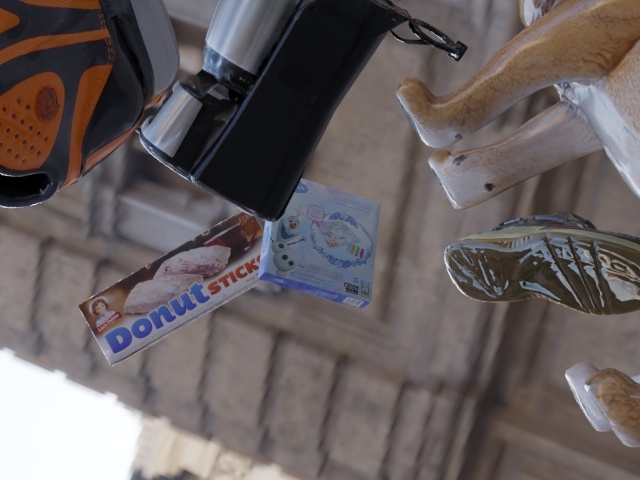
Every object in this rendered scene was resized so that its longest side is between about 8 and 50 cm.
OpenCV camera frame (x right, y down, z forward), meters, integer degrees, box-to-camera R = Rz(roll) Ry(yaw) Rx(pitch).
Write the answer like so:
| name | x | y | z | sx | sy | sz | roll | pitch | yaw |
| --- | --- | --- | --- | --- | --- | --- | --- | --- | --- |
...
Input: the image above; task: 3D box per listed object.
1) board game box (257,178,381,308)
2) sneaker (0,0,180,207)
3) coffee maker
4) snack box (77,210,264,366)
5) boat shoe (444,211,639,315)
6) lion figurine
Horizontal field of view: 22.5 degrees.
| name | x | y | z | sx | sy | sz | roll | pitch | yaw |
| --- | --- | --- | --- | --- | --- | --- | --- | --- | --- |
| board game box | 0.000 | 0.000 | 1.257 | 0.020 | 0.090 | 0.090 | 135 | 147 | -57 |
| sneaker | -0.197 | -0.155 | 0.837 | 0.180 | 0.125 | 0.321 | -53 | -54 | -38 |
| coffee maker | -0.020 | -0.106 | 1.151 | 0.178 | 0.171 | 0.120 | -61 | -17 | 13 |
| snack box | -0.124 | 0.041 | 1.445 | 0.178 | 0.064 | 0.022 | -30 | -9 | -3 |
| boat shoe | 0.137 | 0.007 | 0.910 | 0.049 | 0.152 | 0.056 | -39 | -61 | -34 |
| lion figurine | 0.183 | -0.051 | 0.743 | 0.240 | 0.392 | 0.142 | -29 | -39 | 3 |
